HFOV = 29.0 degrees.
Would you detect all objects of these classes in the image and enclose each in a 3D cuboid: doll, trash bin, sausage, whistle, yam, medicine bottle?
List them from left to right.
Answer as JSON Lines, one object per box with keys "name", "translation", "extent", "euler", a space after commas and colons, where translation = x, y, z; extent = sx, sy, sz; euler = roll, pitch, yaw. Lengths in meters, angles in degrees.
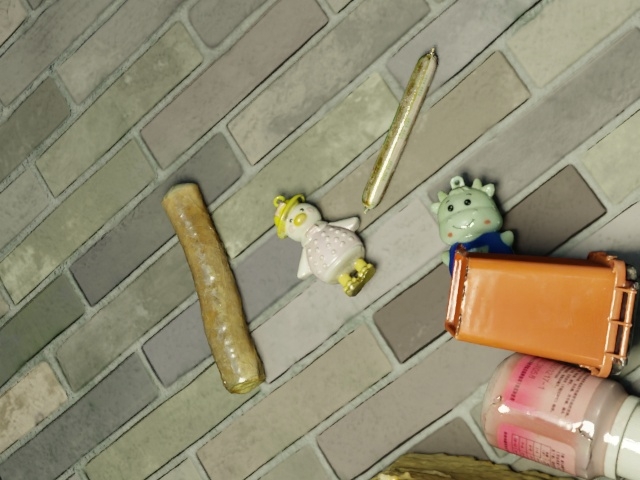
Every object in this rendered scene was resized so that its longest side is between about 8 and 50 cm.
{"name": "yam", "translation": [-0.175, 0.072, 1.988], "extent": [0.081, 0.081, 0.357], "euler": [-27, 78, 25]}
{"name": "doll", "translation": [0.000, 0.000, 1.896], "extent": [0.129, 0.081, 0.207], "euler": [-46, 67, 0]}
{"name": "sausage", "translation": [0.118, -0.162, 1.859], "extent": [0.033, 0.033, 0.269], "euler": [28, 103, 25]}
{"name": "whistle", "translation": [0.227, 0.023, 1.768], "extent": [0.110, 0.092, 0.244], "euler": [-17, 81, 16]}
{"name": "trash bin", "translation": [0.292, 0.087, 1.640], "extent": [0.238, 0.184, 0.161], "euler": [7, 94, -5]}
{"name": "medicine bottle", "translation": [0.351, 0.247, 1.676], "extent": [0.247, 0.147, 0.147], "euler": [17, 98, 26]}

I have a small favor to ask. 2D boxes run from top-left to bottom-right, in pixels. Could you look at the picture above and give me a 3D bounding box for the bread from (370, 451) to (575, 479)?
{"name": "bread", "translation": [0.220, 0.500, 1.673], "extent": [0.371, 0.279, 0.390], "euler": [7, 95, 29]}
